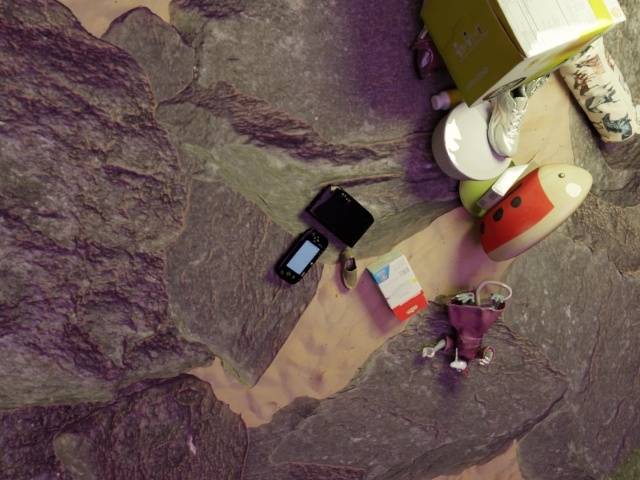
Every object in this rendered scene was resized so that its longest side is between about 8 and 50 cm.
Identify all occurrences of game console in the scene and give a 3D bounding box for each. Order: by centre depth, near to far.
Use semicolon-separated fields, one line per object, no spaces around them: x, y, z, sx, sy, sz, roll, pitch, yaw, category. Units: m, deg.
0.000;0.000;1.891;0.213;0.044;0.361;38;93;-24;game console

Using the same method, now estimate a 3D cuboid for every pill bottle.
0.430;-0.469;1.867;0.116;0.065;0.065;-17;111;-13;pill bottle

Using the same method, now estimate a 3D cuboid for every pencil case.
0.984;-0.532;1.961;0.410;0.183;0.160;45;73;-24;pencil case

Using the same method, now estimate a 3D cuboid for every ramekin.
0.494;-0.321;1.866;0.272;0.127;0.273;1;86;-20;ramekin

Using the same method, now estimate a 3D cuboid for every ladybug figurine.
0.695;-0.101;1.900;0.162;0.305;0.449;41;127;-2;ladybug figurine

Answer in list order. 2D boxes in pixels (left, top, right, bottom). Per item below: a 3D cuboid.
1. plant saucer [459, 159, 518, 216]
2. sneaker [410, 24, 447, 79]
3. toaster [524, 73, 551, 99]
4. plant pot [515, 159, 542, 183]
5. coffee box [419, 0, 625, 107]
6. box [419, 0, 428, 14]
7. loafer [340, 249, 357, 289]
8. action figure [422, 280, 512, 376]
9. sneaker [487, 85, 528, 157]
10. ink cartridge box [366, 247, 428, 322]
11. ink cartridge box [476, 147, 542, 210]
0.598;-0.205;2.021;0.240;0.037;0.241;-6;109;-16;plant saucer
0.400;-0.561;1.820;0.281;0.106;0.162;38;100;-15;sneaker
0.686;-0.568;1.856;0.186;0.110;0.168;-45;159;0;toaster
0.792;-0.214;2.048;0.109;0.096;0.109;37;93;-24;plant pot
0.542;-0.630;1.577;0.334;0.337;0.338;-25;86;-14;coffee box
0.475;-0.701;1.807;0.323;0.063;0.067;15;97;-21;box
0.099;0.106;1.953;0.056;0.050;0.148;-15;111;-13;loafer
0.556;0.348;2.143;0.275;0.248;0.370;-39;140;-49;action figure
0.602;-0.396;1.779;0.099;0.121;0.263;-1;86;-21;sneaker
0.276;0.163;2.012;0.134;0.078;0.231;-32;114;-5;ink cartridge box
0.641;-0.218;1.921;0.056;0.181;0.225;39;79;8;ink cartridge box
